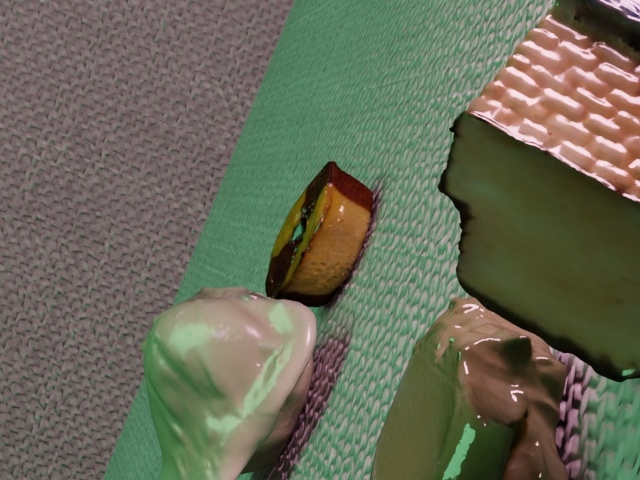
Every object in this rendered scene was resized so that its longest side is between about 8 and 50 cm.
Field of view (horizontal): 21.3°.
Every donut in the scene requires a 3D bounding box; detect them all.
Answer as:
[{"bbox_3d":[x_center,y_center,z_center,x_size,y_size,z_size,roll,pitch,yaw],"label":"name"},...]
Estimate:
[{"bbox_3d":[0.000,0.000,1.945,0.184,0.073,0.166,123,166,-44],"label":"donut"}]

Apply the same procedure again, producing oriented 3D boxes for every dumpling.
[{"bbox_3d":[-0.119,0.178,1.857,0.318,0.187,0.242,-42,24,62],"label":"dumpling"}]

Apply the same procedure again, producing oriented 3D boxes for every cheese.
[{"bbox_3d":[0.098,0.138,1.072,0.202,0.091,0.175,-107,40,-72],"label":"cheese"}]

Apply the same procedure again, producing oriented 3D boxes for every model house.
[{"bbox_3d":[0.172,-0.046,0.939,0.172,0.166,0.183,-56,-12,-27],"label":"model house"}]

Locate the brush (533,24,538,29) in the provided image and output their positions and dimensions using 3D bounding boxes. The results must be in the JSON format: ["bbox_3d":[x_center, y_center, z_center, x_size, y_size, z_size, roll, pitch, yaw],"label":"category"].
[{"bbox_3d":[0.183,-0.153,1.414,0.193,0.032,0.043,-101,34,-70],"label":"brush"}]
